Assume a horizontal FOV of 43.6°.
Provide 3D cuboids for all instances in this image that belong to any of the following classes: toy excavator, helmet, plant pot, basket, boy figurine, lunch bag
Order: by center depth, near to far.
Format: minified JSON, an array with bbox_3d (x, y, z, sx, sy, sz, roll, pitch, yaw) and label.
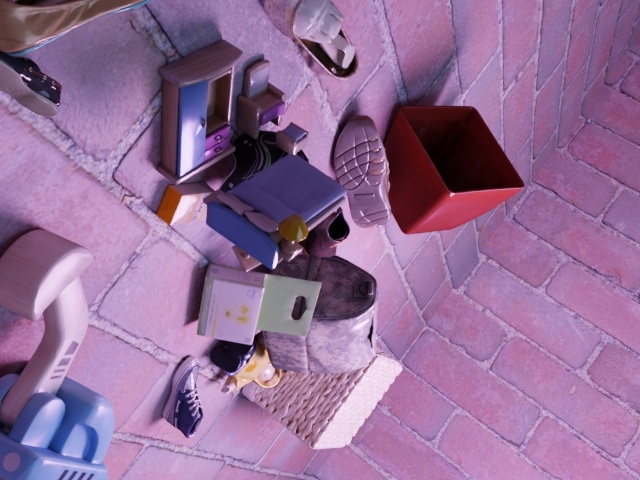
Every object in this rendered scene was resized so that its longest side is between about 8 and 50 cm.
[{"bbox_3d":[-0.437,0.244,1.245,0.445,0.222,0.433,-65,160,-14],"label":"toy excavator"},{"bbox_3d":[-0.100,-0.099,1.440,0.169,0.169,0.162,87,1,-57],"label":"helmet"},{"bbox_3d":[0.009,0.181,1.881,0.305,0.255,0.213,88,12,-54],"label":"lunch bag"},{"bbox_3d":[-0.178,0.305,1.961,0.177,0.092,0.285,-54,155,-11],"label":"boy figurine"},{"bbox_3d":[0.292,-0.160,2.006,0.267,0.268,0.236,-6,149,-36],"label":"plant pot"},{"bbox_3d":[0.015,0.379,2.233,0.328,0.266,0.331,-54,157,-1],"label":"basket"}]

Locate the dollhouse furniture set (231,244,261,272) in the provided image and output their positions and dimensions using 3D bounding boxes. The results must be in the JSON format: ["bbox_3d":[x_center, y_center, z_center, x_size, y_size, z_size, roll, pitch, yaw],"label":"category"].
[{"bbox_3d":[-0.096,-0.044,1.558,0.151,0.144,0.123,-25,-177,44],"label":"dollhouse furniture set"}]

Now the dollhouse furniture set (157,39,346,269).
[{"bbox_3d":[-0.065,-0.155,1.250,0.286,0.303,0.198,-37,153,-38],"label":"dollhouse furniture set"}]

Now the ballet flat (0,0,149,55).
[{"bbox_3d":[-0.279,-0.288,0.929,0.232,0.080,0.073,-40,139,-36],"label":"ballet flat"}]

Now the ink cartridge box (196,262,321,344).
[{"bbox_3d":[-0.130,0.142,1.661,0.056,0.234,0.171,-85,-172,-51],"label":"ink cartridge box"}]

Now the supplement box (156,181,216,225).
[{"bbox_3d":[-0.231,-0.064,1.392,0.098,0.036,0.062,-15,135,-59],"label":"supplement box"}]

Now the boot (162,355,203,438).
[{"bbox_3d":[-0.290,0.352,1.797,0.069,0.086,0.190,-25,143,-51],"label":"boot"}]

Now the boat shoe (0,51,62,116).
[{"bbox_3d":[-0.357,-0.195,0.945,0.133,0.048,0.042,41,51,-60],"label":"boat shoe"}]

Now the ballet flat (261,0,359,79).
[{"bbox_3d":[0.000,-0.362,1.352,0.108,0.106,0.316,-55,158,2],"label":"ballet flat"}]

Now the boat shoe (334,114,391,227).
[{"bbox_3d":[0.102,-0.170,1.859,0.325,0.123,0.117,81,13,-48],"label":"boat shoe"}]

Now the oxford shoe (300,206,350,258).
[{"bbox_3d":[0.016,-0.009,1.890,0.097,0.098,0.271,-47,155,-21],"label":"oxford shoe"}]
